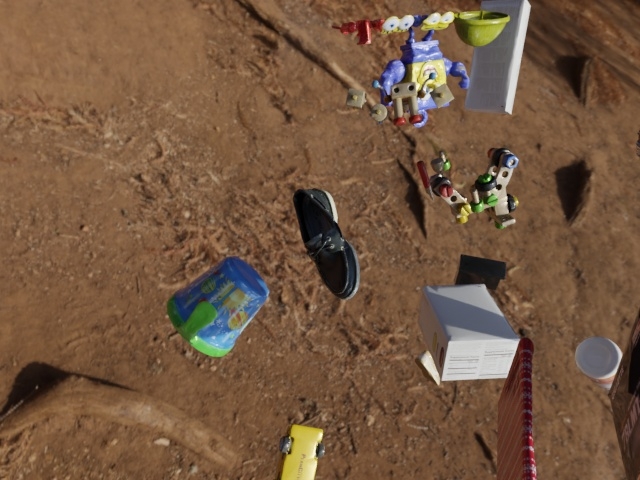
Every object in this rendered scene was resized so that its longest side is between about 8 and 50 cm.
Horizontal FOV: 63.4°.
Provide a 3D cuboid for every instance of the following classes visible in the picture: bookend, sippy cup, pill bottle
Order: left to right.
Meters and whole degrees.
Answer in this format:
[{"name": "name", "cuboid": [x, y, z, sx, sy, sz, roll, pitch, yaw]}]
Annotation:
[{"name": "sippy cup", "cuboid": [-0.277, 0.172, 1.480, 0.240, 0.224, 0.306, 38, 14, -34]}, {"name": "bookend", "cuboid": [0.557, 0.136, 1.827, 0.157, 0.156, 0.072, 10, 51, 12]}, {"name": "pill bottle", "cuboid": [0.836, 0.367, 1.518, 0.216, 0.121, 0.121, 34, 27, -43]}]

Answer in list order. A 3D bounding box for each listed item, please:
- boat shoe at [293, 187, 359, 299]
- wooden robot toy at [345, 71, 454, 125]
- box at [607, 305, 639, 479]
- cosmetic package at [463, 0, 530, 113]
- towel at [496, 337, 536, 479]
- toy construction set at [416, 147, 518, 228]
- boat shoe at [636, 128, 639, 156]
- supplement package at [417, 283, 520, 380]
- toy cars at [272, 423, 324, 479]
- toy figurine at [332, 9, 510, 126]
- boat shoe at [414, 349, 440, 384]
[{"name": "boat shoe", "cuboid": [0.003, -0.003, 1.371, 0.113, 0.127, 0.341, 18, 50, -46]}, {"name": "wooden robot toy", "cuboid": [0.133, -0.227, 0.868, 0.173, 0.077, 0.079, -4, 2, 12]}, {"name": "box", "cuboid": [0.538, 0.280, 0.803, 0.073, 0.296, 0.294, 2, 40, 13]}, {"name": "cosmetic package", "cuboid": [0.399, -0.412, 1.171, 0.098, 0.239, 0.060, 14, 10, 35]}, {"name": "towel", "cuboid": [0.320, 0.319, 0.843, 0.031, 0.199, 0.275, 9, 40, 13]}, {"name": "toy construction set", "cuboid": [0.443, -0.129, 1.553, 0.257, 0.237, 0.308, -37, 32, -22]}, {"name": "boat shoe", "cuboid": [0.520, -0.162, 0.694, 0.183, 0.066, 0.066, -16, 25, -5]}, {"name": "supplement package", "cuboid": [0.421, 0.261, 1.519, 0.203, 0.145, 0.262, -1, 30, -6]}, {"name": "toy cars", "cuboid": [-0.014, 0.608, 1.182, 0.176, 0.087, 0.394, -26, 90, -23]}, {"name": "toy figurine", "cuboid": [0.212, -0.351, 1.077, 0.362, 0.218, 0.191, -16, 23, -27]}, {"name": "boat shoe", "cuboid": [0.375, 0.430, 1.751, 0.063, 0.170, 0.059, 23, 65, 45]}]
